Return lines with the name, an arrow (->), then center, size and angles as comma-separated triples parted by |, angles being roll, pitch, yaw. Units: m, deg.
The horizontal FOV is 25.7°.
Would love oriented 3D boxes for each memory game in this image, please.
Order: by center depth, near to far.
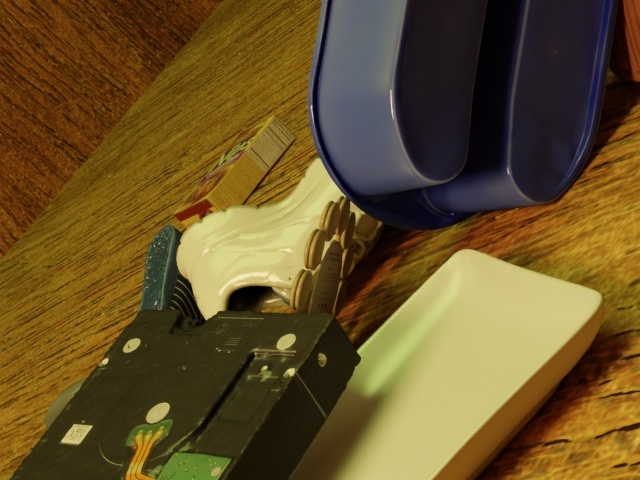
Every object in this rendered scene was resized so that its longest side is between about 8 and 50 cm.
memory game -> -0.001, 0.048, 1.273 | 0.186, 0.012, 0.186 | 14, -90, -76

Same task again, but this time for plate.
plate -> 0.072, 0.130, 1.051 | 0.278, 0.045, 0.277 | -46, 15, -6

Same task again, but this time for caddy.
caddy -> 0.120, -0.177, 1.262 | 0.179, 0.241, 0.341 | 7, 87, 61

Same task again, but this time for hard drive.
hard drive -> -0.141, 0.193, 1.104 | 0.237, 0.064, 0.339 | -2, 40, 40

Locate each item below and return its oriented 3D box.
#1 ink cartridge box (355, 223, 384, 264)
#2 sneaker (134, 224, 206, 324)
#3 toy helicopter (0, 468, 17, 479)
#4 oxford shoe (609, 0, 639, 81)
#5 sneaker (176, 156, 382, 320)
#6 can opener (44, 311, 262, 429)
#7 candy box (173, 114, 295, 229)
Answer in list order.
ink cartridge box -> 0.045, -0.023, 1.536 | 0.179, 0.045, 0.145 | -30, 15, -3
sneaker -> -0.173, 0.095, 1.684 | 0.081, 0.090, 0.232 | -24, 47, 47
toy helicopter -> -0.216, 0.254, 1.354 | 0.355, 0.140, 0.235 | -12, 25, 43
oxford shoe -> 0.370, -0.227, 1.157 | 0.146, 0.140, 0.397 | -9, -6, -23
sneaker -> 0.000, 0.000, 1.403 | 0.297, 0.111, 0.129 | -31, 49, 13
can opener -> -0.182, 0.156, 1.529 | 0.280, 0.093, 0.074 | -34, 17, 14
candy box -> -0.128, -0.097, 2.087 | 0.109, 0.053, 0.187 | -21, 26, 55
